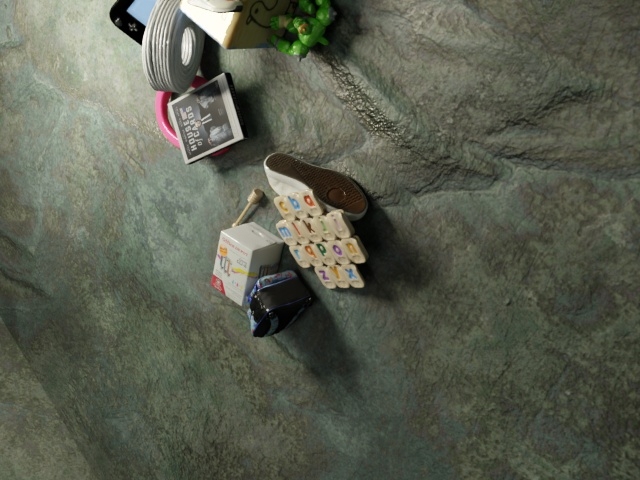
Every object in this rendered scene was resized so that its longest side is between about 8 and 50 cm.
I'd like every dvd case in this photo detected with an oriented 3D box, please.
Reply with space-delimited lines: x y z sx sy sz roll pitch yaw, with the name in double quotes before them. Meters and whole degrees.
"dvd case" -0.303 -0.321 1.777 0.239 0.030 0.179 -16 91 38

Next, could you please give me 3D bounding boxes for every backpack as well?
"backpack" -0.123 0.178 1.769 0.116 0.158 0.173 57 142 22

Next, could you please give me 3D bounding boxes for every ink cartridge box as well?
"ink cartridge box" -0.199 0.060 1.805 0.128 0.127 0.176 30 119 30

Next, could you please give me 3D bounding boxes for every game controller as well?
"game controller" -0.431 -0.642 1.781 0.166 0.067 0.319 42 133 -22

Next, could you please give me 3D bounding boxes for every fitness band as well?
"fitness band" -0.352 -0.351 1.856 0.291 0.054 0.208 28 119 29

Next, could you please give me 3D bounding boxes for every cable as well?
"cable" -0.368 -0.505 1.701 0.089 0.257 0.257 13 146 6

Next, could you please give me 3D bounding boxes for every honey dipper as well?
"honey dipper" -0.205 -0.081 1.834 0.030 0.031 0.160 52 131 15

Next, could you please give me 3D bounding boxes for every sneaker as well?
"sneaker" -0.232 -0.543 1.448 0.161 0.057 0.075 27 125 34
"sneaker" -0.007 -0.113 1.635 0.290 0.106 0.123 31 149 24

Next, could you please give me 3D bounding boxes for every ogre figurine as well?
"ogre figurine" -0.034 -0.501 1.527 0.197 0.097 0.118 -39 63 6

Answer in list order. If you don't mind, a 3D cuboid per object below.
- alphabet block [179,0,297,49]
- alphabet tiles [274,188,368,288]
"alphabet block" -0.182 -0.584 1.558 0.193 0.192 0.197 43 127 19
"alphabet tiles" 0.000 0.000 1.627 0.284 0.021 0.277 -8 118 55
